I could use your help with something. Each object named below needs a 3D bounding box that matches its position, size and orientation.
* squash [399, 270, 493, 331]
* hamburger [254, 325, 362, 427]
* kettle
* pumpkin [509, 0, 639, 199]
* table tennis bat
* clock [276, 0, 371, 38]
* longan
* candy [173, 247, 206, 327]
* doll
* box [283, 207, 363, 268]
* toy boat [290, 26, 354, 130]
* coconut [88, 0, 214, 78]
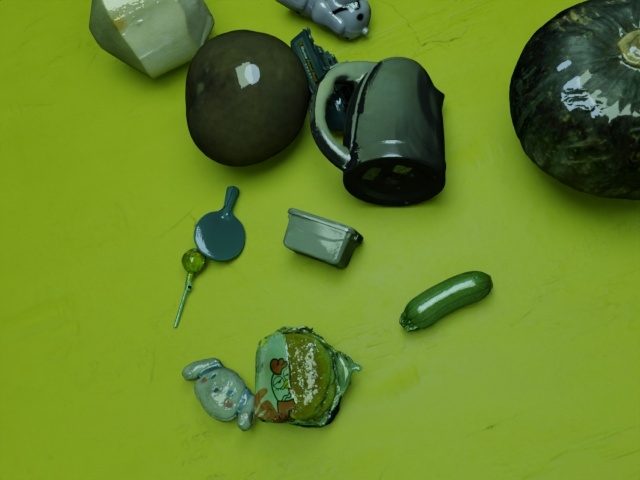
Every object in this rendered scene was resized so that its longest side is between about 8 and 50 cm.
[{"bbox_3d":[0.267,0.128,1.422,0.219,0.068,0.077,-30,72,0],"label":"squash"},{"bbox_3d":[-0.033,0.286,1.389,0.235,0.125,0.214,-1,79,25],"label":"hamburger"},{"bbox_3d":[0.131,-0.276,1.504,0.321,0.228,0.323,9,66,-8],"label":"kettle"},{"bbox_3d":[0.619,-0.289,1.360,0.455,0.344,0.453,-2,66,5],"label":"pumpkin"},{"bbox_3d":[-0.232,-0.043,1.588,0.125,0.033,0.201,18,63,-13],"label":"table tennis bat"},{"bbox_3d":[0.030,-0.620,1.701,0.254,0.189,0.189,41,82,16],"label":"clock"},{"bbox_3d":[-0.178,-0.333,1.561,0.319,0.319,0.318,-4,69,10],"label":"longan"},{"bbox_3d":[-0.318,0.112,1.559,0.058,0.062,0.193,12,83,17],"label":"candy"},{"bbox_3d":[-0.216,0.332,1.441,0.214,0.071,0.103,36,66,29],"label":"doll"},{"bbox_3d":[0.000,0.000,1.499,0.172,0.124,0.092,19,86,18],"label":"box"},{"bbox_3d":[0.017,-0.388,1.637,0.122,0.114,0.296,-28,67,10],"label":"toy boat"},{"bbox_3d":[-0.446,-0.578,1.709,0.323,0.323,0.322,-4,69,10],"label":"coconut"}]
